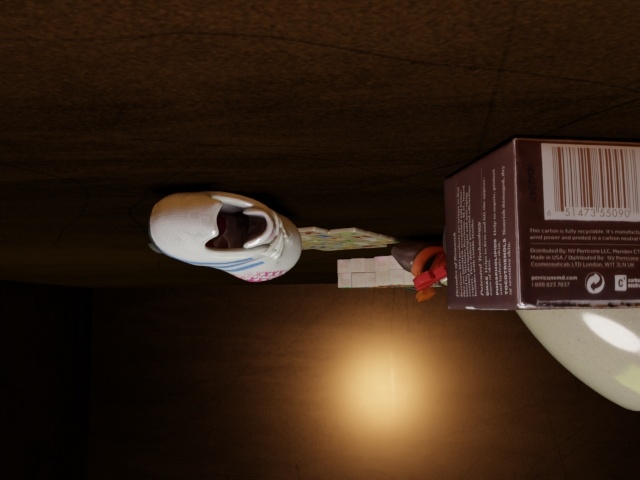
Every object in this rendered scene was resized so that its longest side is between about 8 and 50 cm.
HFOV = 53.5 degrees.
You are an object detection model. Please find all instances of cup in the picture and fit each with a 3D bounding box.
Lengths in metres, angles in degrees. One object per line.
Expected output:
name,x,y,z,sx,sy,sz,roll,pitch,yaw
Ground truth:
cup,0.459,0.078,1.049,0.237,0.330,0.331,24,172,0

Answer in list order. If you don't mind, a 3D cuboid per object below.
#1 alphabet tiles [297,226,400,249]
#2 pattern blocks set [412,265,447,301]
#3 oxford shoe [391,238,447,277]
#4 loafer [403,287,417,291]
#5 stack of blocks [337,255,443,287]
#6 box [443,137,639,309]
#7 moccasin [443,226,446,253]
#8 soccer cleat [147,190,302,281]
alphabet tiles,0.000,0.000,1.396,0.285,0.011,0.343,-5,172,29
pattern blocks set,0.332,0.056,1.379,0.286,0.026,0.325,-27,162,8
oxford shoe,0.260,0.028,1.449,0.098,0.096,0.271,30,-164,32
loafer,0.304,0.116,2.082,0.268,0.096,0.084,6,165,-33
stack of blocks,0.205,0.095,1.896,0.298,0.087,0.171,-3,173,19
box,0.250,-0.006,0.704,0.169,0.166,0.203,0,173,-8
moccasin,0.352,-0.004,0.885,0.380,0.139,0.147,-8,166,37
soccer cleat,-0.098,-0.001,0.934,0.143,0.115,0.331,-5,172,32
